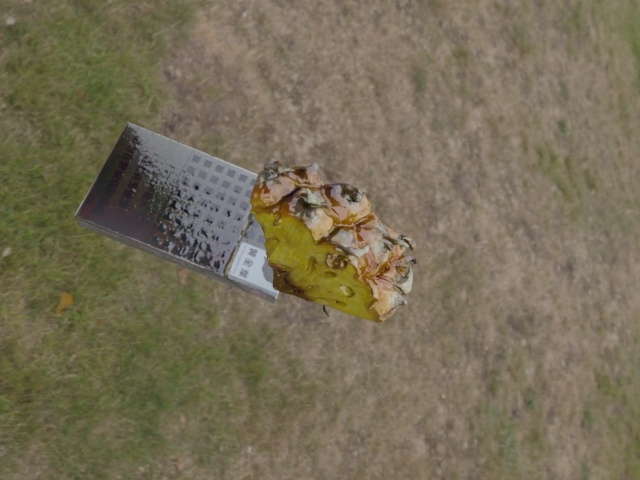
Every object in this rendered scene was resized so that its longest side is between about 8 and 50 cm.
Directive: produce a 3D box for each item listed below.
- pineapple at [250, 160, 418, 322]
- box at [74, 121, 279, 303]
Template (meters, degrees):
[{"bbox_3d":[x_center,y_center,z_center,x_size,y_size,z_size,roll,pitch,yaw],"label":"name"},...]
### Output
[{"bbox_3d":[0.000,0.000,0.521,0.137,0.116,0.069,43,52,-14],"label":"pineapple"},{"bbox_3d":[-0.185,-0.045,1.108,0.324,0.047,0.180,21,69,2],"label":"box"}]
